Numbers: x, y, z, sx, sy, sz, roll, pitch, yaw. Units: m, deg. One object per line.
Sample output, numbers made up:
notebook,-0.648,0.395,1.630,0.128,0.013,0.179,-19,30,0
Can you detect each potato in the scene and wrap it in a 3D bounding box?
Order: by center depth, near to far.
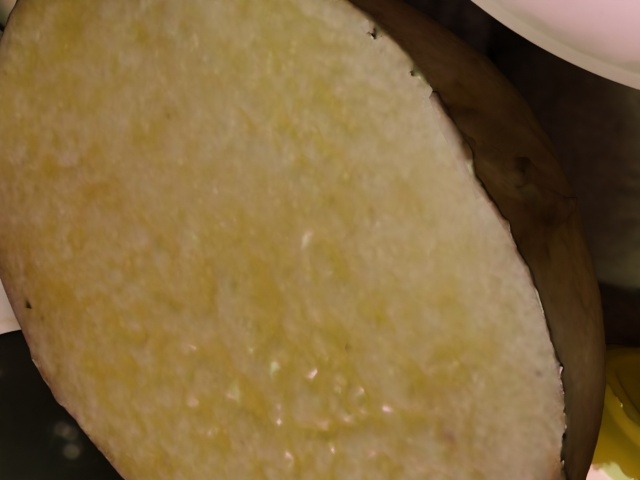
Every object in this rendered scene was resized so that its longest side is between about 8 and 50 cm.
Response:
potato,0.000,0.000,0.570,0.299,0.116,0.239,30,128,34

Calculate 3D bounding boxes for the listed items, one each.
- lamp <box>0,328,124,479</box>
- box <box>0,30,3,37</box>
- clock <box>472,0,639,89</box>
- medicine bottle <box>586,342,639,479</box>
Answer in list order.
lamp,-0.092,0.180,0.785,0.314,0.182,0.182,46,142,-17
box,-0.166,-0.056,0.706,0.152,0.048,0.100,34,139,1
clock,0.103,-0.142,0.378,0.230,0.083,0.230,20,137,20
medicine bottle,0.076,0.159,0.671,0.111,0.076,0.309,32,132,-1
